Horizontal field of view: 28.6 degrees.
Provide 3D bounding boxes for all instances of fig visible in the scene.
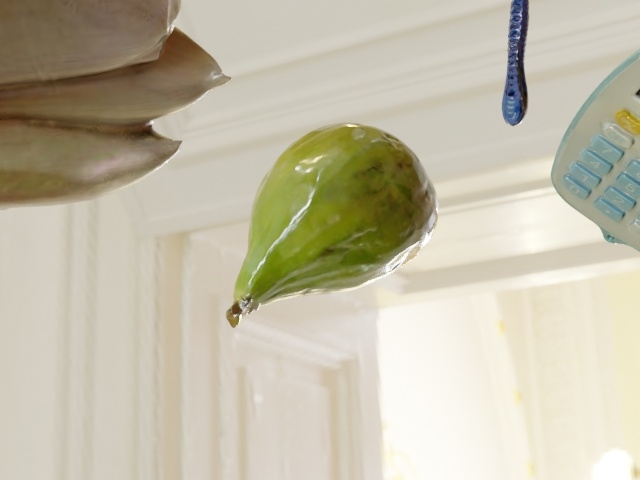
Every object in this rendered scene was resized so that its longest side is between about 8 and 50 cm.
[{"bbox_3d":[0.016,-0.025,1.616,0.314,0.233,0.233,-43,-61,-54],"label":"fig"}]

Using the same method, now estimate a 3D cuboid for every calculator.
[{"bbox_3d":[0.407,-0.090,1.413,0.256,0.386,0.054,34,-122,4],"label":"calculator"}]

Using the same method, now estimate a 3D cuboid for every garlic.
[{"bbox_3d":[-0.249,-0.163,1.004,0.132,0.325,0.279,-130,30,-58],"label":"garlic"}]

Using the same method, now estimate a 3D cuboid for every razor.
[{"bbox_3d":[0.303,-0.338,1.937,0.056,0.093,0.324,-25,-63,-45],"label":"razor"}]
